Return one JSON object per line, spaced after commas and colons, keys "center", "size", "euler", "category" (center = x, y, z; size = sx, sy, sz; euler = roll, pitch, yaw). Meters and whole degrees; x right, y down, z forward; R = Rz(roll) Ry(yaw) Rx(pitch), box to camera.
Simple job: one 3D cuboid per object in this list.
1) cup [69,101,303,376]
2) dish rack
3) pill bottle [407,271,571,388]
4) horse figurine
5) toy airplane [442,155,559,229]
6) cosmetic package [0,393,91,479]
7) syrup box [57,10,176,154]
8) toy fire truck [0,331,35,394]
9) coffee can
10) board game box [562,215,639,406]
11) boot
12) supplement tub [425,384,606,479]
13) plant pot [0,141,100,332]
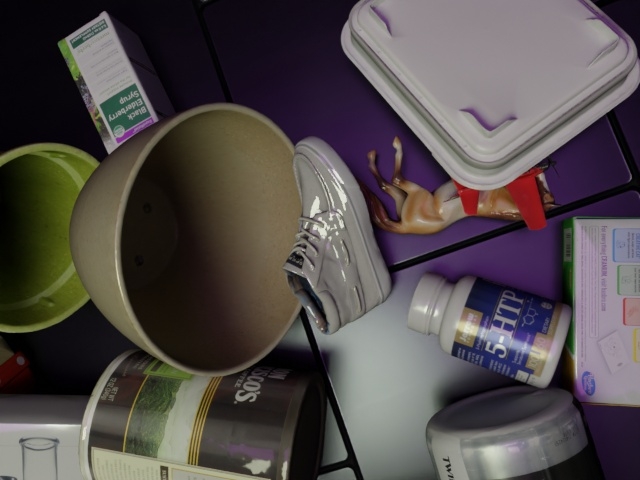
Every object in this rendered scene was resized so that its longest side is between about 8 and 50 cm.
{"center": [-0.195, -0.005, 0.731], "size": [0.237, 0.331, 0.330], "euler": [3, 89, 36], "category": "cup"}
{"center": [0.211, -0.260, 0.703], "size": [0.286, 0.072, 0.332], "euler": [-36, 71, -1], "category": "dish rack"}
{"center": [0.216, 0.108, 0.713], "size": [0.187, 0.112, 0.111], "euler": [17, 92, 21], "category": "pill bottle"}
{"center": [0.169, -0.076, 0.754], "size": [0.264, 0.066, 0.174], "euler": [-20, 83, 5], "category": "horse figurine"}
{"center": [0.230, -0.079, 0.700], "size": [0.151, 0.028, 0.151], "euler": [-2, 77, 7], "category": "toy airplane"}
{"center": [-0.489, 0.371, 0.791], "size": [0.378, 0.097, 0.284], "euler": [2, 99, -7], "category": "cosmetic package"}
{"center": [-0.297, -0.215, 0.844], "size": [0.093, 0.096, 0.236], "euler": [-28, 82, 10], "category": "syrup box"}
{"center": [-0.563, 0.298, 0.880], "size": [0.217, 0.158, 0.246], "euler": [-26, 104, 16], "category": "toy fire truck"}
{"center": [-0.148, 0.265, 0.746], "size": [0.276, 0.201, 0.201], "euler": [4, 90, 12], "category": "coffee can"}
{"center": [0.479, 0.090, 0.684], "size": [0.317, 0.064, 0.242], "euler": [1, 89, 12], "category": "board game box"}
{"center": [0.000, 0.000, 0.722], "size": [0.123, 0.095, 0.258], "euler": [-33, 106, -27], "category": "boot"}
{"center": [0.260, 0.354, 0.660], "size": [0.194, 0.193, 0.315], "euler": [-17, 85, 11], "category": "supplement tub"}
{"center": [-0.494, -0.033, 0.817], "size": [0.254, 0.276, 0.275], "euler": [16, 92, 24], "category": "plant pot"}
